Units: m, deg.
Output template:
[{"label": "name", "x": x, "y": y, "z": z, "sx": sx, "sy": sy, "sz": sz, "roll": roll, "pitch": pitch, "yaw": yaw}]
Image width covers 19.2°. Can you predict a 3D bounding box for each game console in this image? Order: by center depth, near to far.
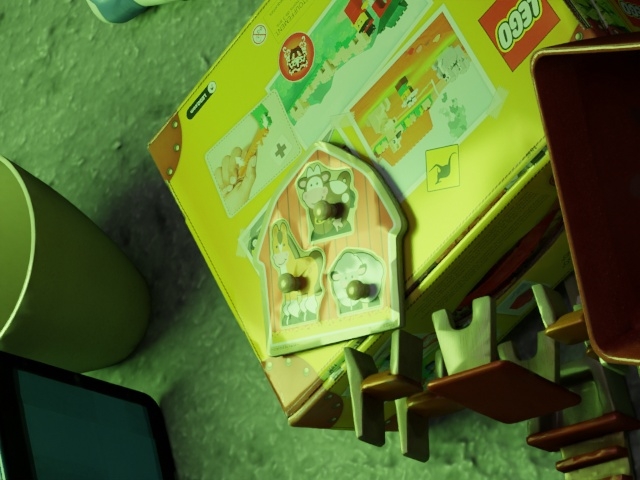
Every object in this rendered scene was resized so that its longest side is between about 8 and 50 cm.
[{"label": "game console", "x": -0.184, "y": 0.232, "z": 1.941, "sx": 0.250, "sy": 0.293, "sz": 0.173, "roll": 5, "pitch": 80, "yaw": 36}]

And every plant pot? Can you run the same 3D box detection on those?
[{"label": "plant pot", "x": 0.363, "y": -0.059, "z": 1.497, "sx": 0.267, "sy": 0.236, "sz": 0.267, "roll": 3, "pitch": 112, "yaw": 54}, {"label": "plant pot", "x": -0.322, "y": 0.056, "z": 2.103, "sx": 0.256, "sy": 0.274, "sz": 0.256, "roll": -11, "pitch": 69, "yaw": 32}]

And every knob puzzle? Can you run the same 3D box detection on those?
[{"label": "knob puzzle", "x": 0.000, "y": 0.000, "z": 1.773, "sx": 0.213, "sy": 0.030, "sz": 0.213, "roll": -8, "pitch": 79, "yaw": 43}]

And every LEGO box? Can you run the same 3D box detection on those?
[{"label": "LEGO box", "x": 0.099, "y": -0.111, "z": 1.848, "sx": 0.500, "sy": 0.193, "sz": 0.372, "roll": -47, "pitch": 55, "yaw": 29}]

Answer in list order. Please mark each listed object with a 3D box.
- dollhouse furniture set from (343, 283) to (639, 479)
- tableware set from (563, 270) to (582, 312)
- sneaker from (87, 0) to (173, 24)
[{"label": "dollhouse furniture set", "x": 0.194, "y": 0.149, "z": 1.721, "sx": 0.262, "sy": 0.259, "sz": 0.135, "roll": -20, "pitch": 63, "yaw": 30}, {"label": "tableware set", "x": 0.291, "y": 0.000, "z": 1.839, "sx": 0.128, "sy": 0.039, "sz": 0.194, "roll": -22, "pitch": 69, "yaw": 20}, {"label": "sneaker", "x": -0.168, "y": -0.414, "z": 2.243, "sx": 0.182, "sy": 0.127, "sz": 0.315, "roll": 0, "pitch": 83, "yaw": 31}]
